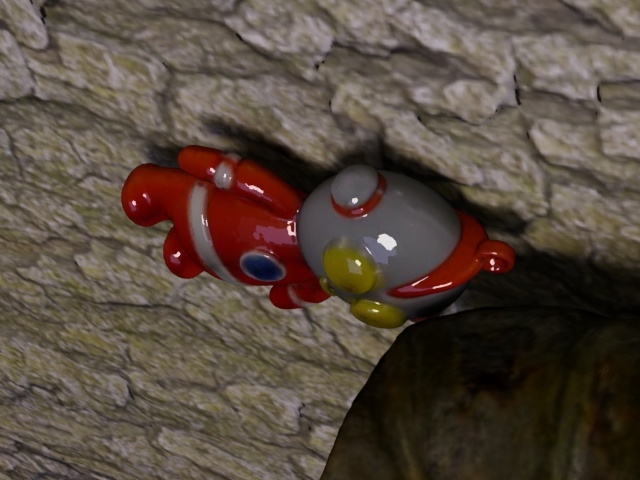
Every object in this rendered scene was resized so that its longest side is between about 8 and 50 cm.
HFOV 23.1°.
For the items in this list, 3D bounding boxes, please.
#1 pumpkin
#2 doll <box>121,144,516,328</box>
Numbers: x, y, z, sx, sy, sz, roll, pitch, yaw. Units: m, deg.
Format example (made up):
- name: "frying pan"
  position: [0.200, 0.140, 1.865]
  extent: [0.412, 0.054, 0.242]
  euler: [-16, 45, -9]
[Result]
- name: "pumpkin"
  position: [0.136, 0.167, 0.854]
  extent: [0.225, 0.256, 0.303]
  euler: [16, 139, 18]
- name: "doll"
  position: [0.000, 0.000, 0.894]
  extent: [0.245, 0.076, 0.142]
  euler: [10, 149, 34]
